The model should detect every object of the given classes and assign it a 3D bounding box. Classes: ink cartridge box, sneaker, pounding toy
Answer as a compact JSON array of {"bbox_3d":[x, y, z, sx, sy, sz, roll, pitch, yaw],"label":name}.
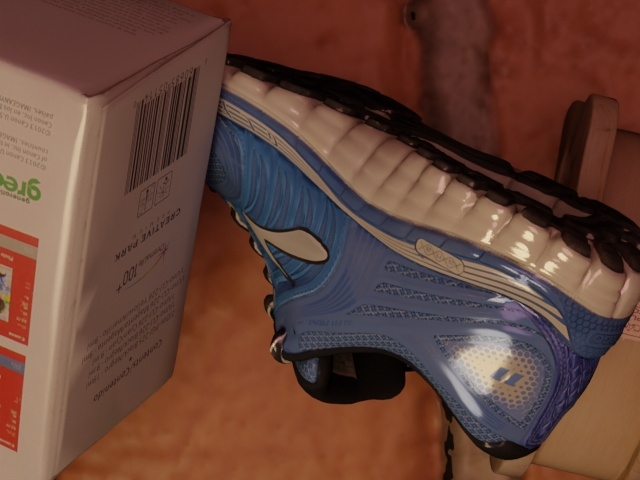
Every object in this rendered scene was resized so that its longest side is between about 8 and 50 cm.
[{"bbox_3d":[-0.226,-0.016,0.789,0.309,0.130,0.272,21,119,16],"label":"ink cartridge box"},{"bbox_3d":[0.000,0.000,0.792,0.330,0.130,0.147,33,107,41],"label":"sneaker"},{"bbox_3d":[0.181,0.061,0.841,0.155,0.154,0.269,13,72,1],"label":"pounding toy"}]
